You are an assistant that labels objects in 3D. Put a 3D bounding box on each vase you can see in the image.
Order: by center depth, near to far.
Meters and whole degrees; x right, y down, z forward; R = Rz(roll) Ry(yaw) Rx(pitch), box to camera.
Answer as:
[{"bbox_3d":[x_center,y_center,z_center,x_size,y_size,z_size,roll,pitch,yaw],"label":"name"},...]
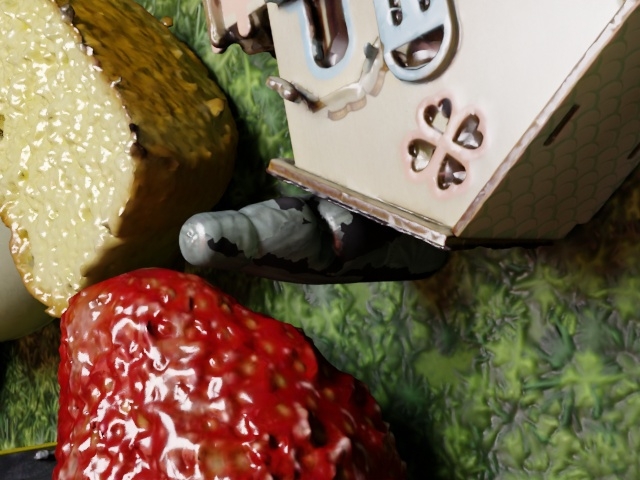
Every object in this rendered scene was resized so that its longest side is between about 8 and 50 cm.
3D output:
[{"bbox_3d":[0.000,0.000,0.567,0.059,0.211,0.060,1,91,43],"label":"vase"}]

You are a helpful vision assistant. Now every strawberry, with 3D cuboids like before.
[{"bbox_3d":[-0.064,0.164,0.614,0.261,0.261,0.258,-29,51,39],"label":"strawberry"}]

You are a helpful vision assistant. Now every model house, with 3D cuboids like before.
[{"bbox_3d":[0.071,-0.109,0.538,0.326,0.169,0.244,-19,78,40],"label":"model house"}]

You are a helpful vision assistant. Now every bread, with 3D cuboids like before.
[{"bbox_3d":[-0.180,-0.095,0.764,0.194,0.179,0.340,-53,54,26],"label":"bread"}]

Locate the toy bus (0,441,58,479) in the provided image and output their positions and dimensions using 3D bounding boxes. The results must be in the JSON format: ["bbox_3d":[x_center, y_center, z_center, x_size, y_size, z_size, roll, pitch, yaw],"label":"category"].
[{"bbox_3d":[-0.270,0.247,0.735,0.152,0.330,0.144,-24,73,43],"label":"toy bus"}]

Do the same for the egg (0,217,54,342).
[{"bbox_3d":[-0.352,-0.002,0.885,0.269,0.219,0.219,-3,87,25],"label":"egg"}]
